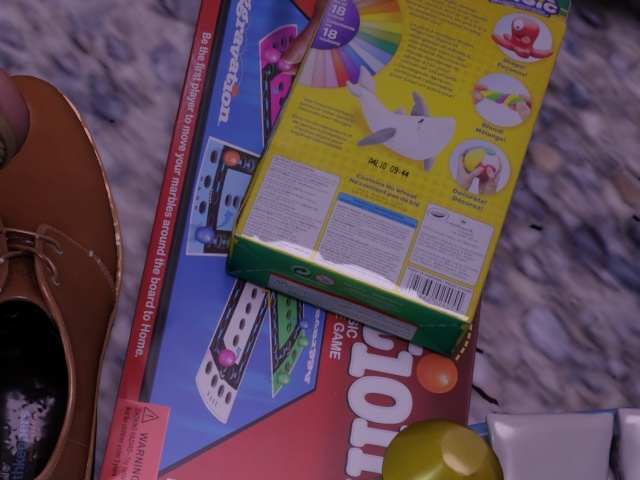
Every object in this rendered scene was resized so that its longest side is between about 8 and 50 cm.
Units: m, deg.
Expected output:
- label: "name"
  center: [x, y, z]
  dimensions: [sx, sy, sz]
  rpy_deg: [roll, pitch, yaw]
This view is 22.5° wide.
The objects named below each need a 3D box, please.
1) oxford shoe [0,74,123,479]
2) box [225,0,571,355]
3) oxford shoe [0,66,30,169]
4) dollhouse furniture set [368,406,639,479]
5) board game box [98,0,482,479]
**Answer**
- label: "oxford shoe"
  center: [-0.115, 0.016, 0.644]
  dimensions: [0.076, 0.076, 0.212]
  rpy_deg: [-3, 63, -9]
- label: "box"
  center: [0.037, -0.051, 0.689]
  dimensions: [0.105, 0.043, 0.179]
  rpy_deg: [21, 65, 1]
- label: "oxford shoe"
  center: [-0.293, -0.060, 0.499]
  dimensions: [0.396, 0.140, 0.147]
  rpy_deg: [17, 70, -12]
- label: "dollhouse furniture set"
  center: [0.190, 0.162, 0.521]
  dimensions: [0.303, 0.198, 0.286]
  rpy_deg: [-1, 59, -17]
- label: "board game box"
  center: [0.000, 0.000, 0.697]
  dimensions: [0.145, 0.027, 0.281]
  rpy_deg: [11, 62, -5]
